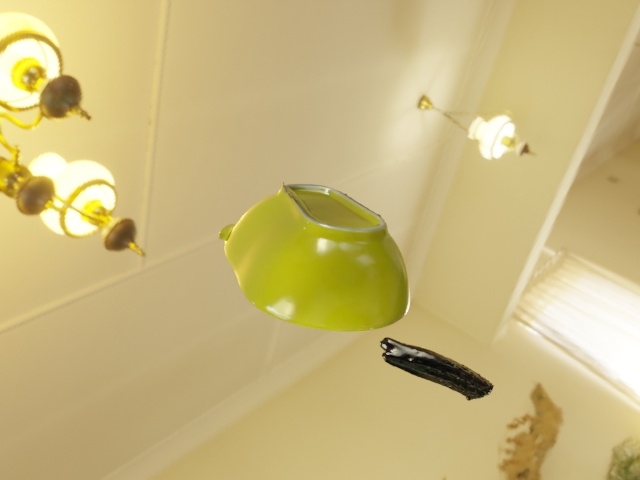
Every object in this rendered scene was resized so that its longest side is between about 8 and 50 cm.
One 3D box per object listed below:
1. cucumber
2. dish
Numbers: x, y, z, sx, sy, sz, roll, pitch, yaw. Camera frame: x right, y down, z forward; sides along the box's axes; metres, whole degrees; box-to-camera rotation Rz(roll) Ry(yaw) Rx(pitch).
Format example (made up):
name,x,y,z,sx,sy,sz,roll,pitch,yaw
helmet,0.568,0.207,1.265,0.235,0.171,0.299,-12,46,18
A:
name,x,y,z,sx,sy,sz,roll,pitch,yaw
cucumber,0.124,0.136,0.772,0.034,0.134,0.033,-51,22,31
dish,0.000,0.000,0.896,0.221,0.262,0.108,1,-64,-31
